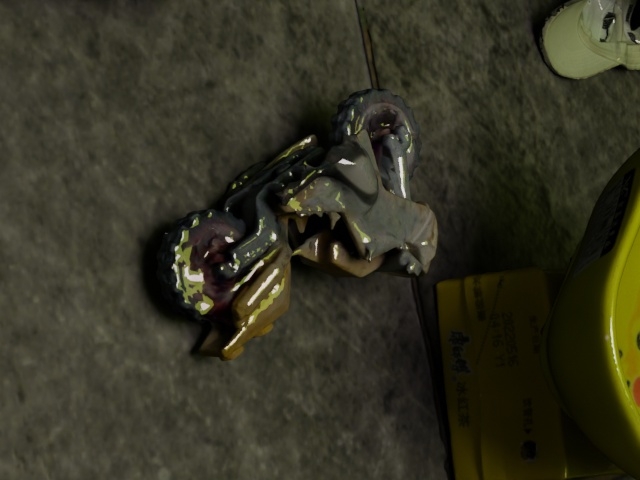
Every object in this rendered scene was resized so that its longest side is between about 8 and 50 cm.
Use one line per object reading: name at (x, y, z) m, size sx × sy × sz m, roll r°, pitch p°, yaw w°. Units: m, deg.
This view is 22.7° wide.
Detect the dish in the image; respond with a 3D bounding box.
dish at (0.228, 0.052, 1.082) m, size 0.221 × 0.108 × 0.262 m, roll 37°, pitch 57°, yaw -33°

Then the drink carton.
drink carton at (0.243, 0.102, 1.245) m, size 0.351 × 0.111 × 0.155 m, roll 3°, pitch 79°, yaw -45°

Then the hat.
hat at (0.243, -0.189, 1.342) m, size 0.166 × 0.081 × 0.122 m, roll -26°, pitch 141°, yaw -31°

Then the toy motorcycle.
toy motorcycle at (0.000, 0.000, 1.021) m, size 0.229 × 0.094 × 0.130 m, roll -38°, pitch 114°, yaw -34°
